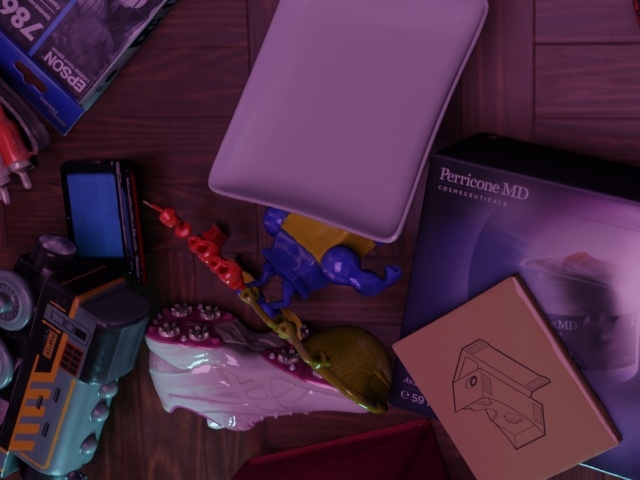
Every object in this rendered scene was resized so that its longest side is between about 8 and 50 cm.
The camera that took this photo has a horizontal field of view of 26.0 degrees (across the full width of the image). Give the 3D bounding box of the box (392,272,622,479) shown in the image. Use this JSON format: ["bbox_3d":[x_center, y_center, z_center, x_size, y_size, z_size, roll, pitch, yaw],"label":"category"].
[{"bbox_3d":[0.190,0.156,1.434,0.164,0.021,0.201,-33,89,29],"label":"box"}]

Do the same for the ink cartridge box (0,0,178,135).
[{"bbox_3d":[-0.272,-0.287,1.630,0.165,0.065,0.333,42,111,0],"label":"ink cartridge box"}]

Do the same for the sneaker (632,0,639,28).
[{"bbox_3d":[0.353,-0.323,1.443,0.097,0.135,0.276,-17,123,6],"label":"sneaker"}]

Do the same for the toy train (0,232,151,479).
[{"bbox_3d":[-0.331,0.160,1.692,0.190,0.142,0.334,31,115,20],"label":"toy train"}]

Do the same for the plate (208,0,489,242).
[{"bbox_3d":[0.031,-0.149,1.507,0.278,0.045,0.277,17,83,38],"label":"plate"}]

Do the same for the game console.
[{"bbox_3d":[-0.264,-0.022,1.685,0.085,0.124,0.144,-8,104,-11],"label":"game console"}]

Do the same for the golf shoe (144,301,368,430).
[{"bbox_3d":[-0.068,0.171,1.678,0.306,0.115,0.140,13,116,19],"label":"golf shoe"}]

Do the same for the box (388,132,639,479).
[{"bbox_3d":[0.254,0.063,1.498,0.296,0.183,0.294,14,106,21],"label":"box"}]

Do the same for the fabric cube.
[{"bbox_3d":[0.031,0.391,1.623,0.259,0.254,0.258,-15,98,18],"label":"fabric cube"}]

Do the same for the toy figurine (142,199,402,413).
[{"bbox_3d":[0.000,0.000,1.540,0.217,0.191,0.362,-47,46,-4],"label":"toy figurine"}]

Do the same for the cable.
[{"bbox_3d":[-0.417,-0.184,1.672,0.139,0.072,0.287,-14,108,53],"label":"cable"}]
